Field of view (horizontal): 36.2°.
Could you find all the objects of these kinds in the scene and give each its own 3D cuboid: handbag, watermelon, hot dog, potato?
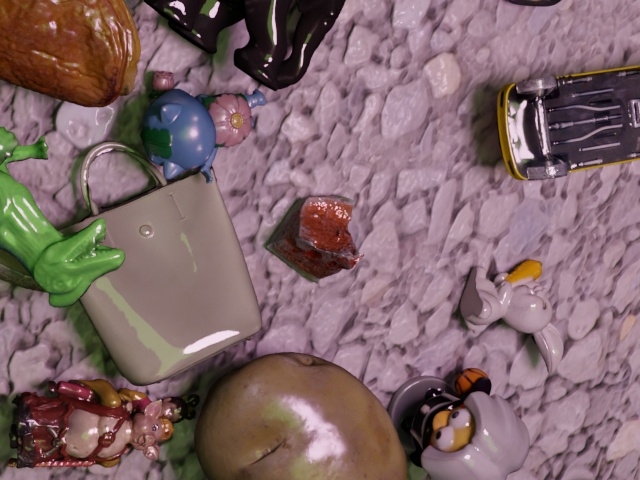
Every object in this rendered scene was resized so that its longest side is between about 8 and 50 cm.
[{"bbox_3d":[-0.217,0.017,1.286,0.241,0.109,0.315,-25,101,-22],"label":"handbag"},{"bbox_3d":[-0.012,0.013,1.347,0.097,0.158,0.121,21,119,-19],"label":"watermelon"},{"bbox_3d":[-0.345,-0.259,1.167,0.272,0.122,0.196,15,131,-14],"label":"hot dog"},{"bbox_3d":[-0.017,0.294,1.334,0.326,0.221,0.243,46,73,-8],"label":"potato"}]

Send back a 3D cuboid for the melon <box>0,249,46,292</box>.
[{"bbox_3d":[-0.362,0.027,1.286,0.182,0.054,0.098,33,72,-19],"label":"melon"}]

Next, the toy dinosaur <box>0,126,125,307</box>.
[{"bbox_3d":[-0.537,0.004,1.188,0.500,0.144,0.374,-32,101,4],"label":"toy dinosaur"}]

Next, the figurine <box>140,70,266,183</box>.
[{"bbox_3d":[-0.166,-0.157,1.288,0.178,0.144,0.114,-22,137,-36],"label":"figurine"}]

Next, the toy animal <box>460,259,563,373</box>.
[{"bbox_3d":[0.304,0.108,1.488,0.181,0.131,0.127,16,125,-12],"label":"toy animal"}]

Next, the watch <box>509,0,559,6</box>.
[{"bbox_3d":[0.274,-0.465,1.358,0.244,0.196,0.231,13,73,-19],"label":"watch"}]

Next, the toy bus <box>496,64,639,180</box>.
[{"bbox_3d":[0.394,-0.176,1.429,0.330,0.152,0.144,-10,96,-18],"label":"toy bus"}]

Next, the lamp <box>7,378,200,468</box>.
[{"bbox_3d":[-0.282,0.247,1.303,0.253,0.118,0.118,3,97,-16],"label":"lamp"}]

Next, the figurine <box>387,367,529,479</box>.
[{"bbox_3d":[0.201,0.270,1.389,0.133,0.236,0.176,40,87,-18],"label":"figurine"}]

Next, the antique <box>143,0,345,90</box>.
[{"bbox_3d":[-0.097,-0.359,1.228,0.322,0.185,0.255,34,88,-31],"label":"antique"}]
